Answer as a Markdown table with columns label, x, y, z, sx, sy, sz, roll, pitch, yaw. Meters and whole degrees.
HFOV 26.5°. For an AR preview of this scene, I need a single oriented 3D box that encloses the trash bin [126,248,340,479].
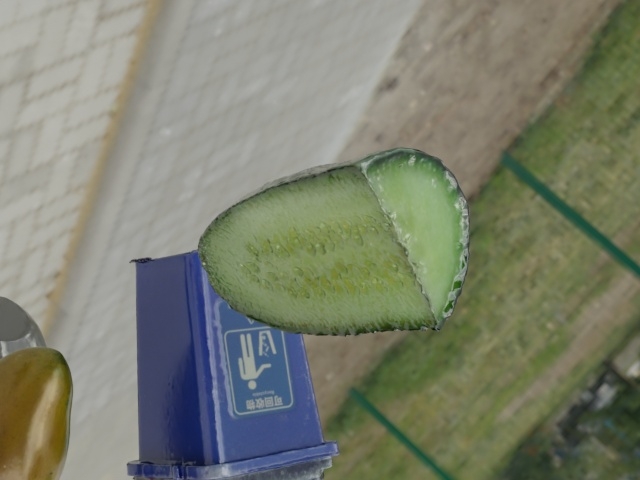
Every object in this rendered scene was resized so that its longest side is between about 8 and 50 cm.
| label | x | y | z | sx | sy | sz | roll | pitch | yaw |
| --- | --- | --- | --- | --- | --- | --- | --- | --- | --- |
| trash bin | -0.097 | 0.124 | 1.272 | 0.162 | 0.234 | 0.184 | -5 | 177 | -39 |

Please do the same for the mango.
| label | x | y | z | sx | sy | sz | roll | pitch | yaw |
| --- | --- | --- | --- | --- | --- | --- | --- | --- | --- |
| mango | -0.282 | 0.174 | 1.234 | 0.089 | 0.111 | 0.163 | 14 | 83 | -77 |

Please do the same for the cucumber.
| label | x | y | z | sx | sy | sz | roll | pitch | yaw |
| --- | --- | --- | --- | --- | --- | --- | --- | --- | --- |
| cucumber | 0.000 | 0.000 | 0.858 | 0.063 | 0.115 | 0.244 | -40 | -163 | -31 |

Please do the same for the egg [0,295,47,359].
| label | x | y | z | sx | sy | sz | roll | pitch | yaw |
| --- | --- | --- | --- | --- | --- | --- | --- | --- | --- |
| egg | -0.423 | 0.173 | 1.639 | 0.232 | 0.176 | 0.176 | -55 | 164 | 29 |
